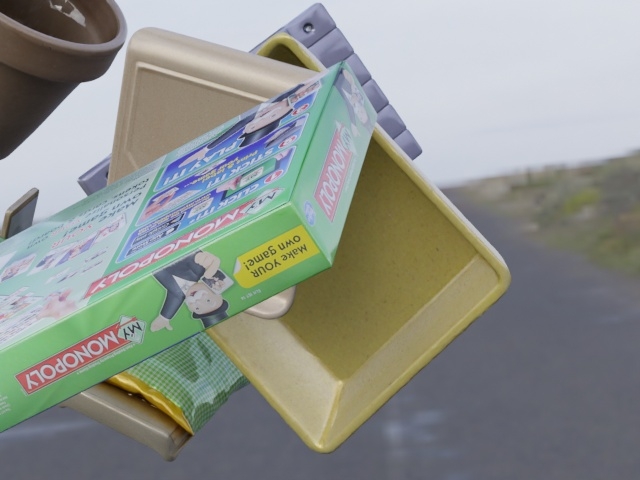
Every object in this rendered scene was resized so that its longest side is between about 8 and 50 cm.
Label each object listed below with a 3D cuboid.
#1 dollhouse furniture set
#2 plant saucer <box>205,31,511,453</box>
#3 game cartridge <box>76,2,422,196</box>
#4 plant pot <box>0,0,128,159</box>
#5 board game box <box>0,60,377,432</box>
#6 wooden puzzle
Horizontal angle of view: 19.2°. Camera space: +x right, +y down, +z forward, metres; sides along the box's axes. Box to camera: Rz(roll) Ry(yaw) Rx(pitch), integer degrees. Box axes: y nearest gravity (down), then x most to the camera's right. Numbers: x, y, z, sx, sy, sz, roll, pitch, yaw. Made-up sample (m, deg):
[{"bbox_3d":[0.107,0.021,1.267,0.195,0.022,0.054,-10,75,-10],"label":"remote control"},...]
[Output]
[{"bbox_3d":[-0.225,0.075,2.001,0.301,0.151,0.197,25,35,12],"label":"dollhouse furniture set"},{"bbox_3d":[0.000,0.000,1.910,0.333,0.333,0.081,-46,-7,37],"label":"plant saucer"},{"bbox_3d":[-0.075,-0.084,2.202,0.355,0.230,0.068,-38,7,-13],"label":"game cartridge"},{"bbox_3d":[-0.406,-0.229,2.352,0.263,0.263,0.229,-7,-42,-54],"label":"plant pot"},{"bbox_3d":[-0.123,0.019,1.104,0.317,0.046,0.213,-26,20,20],"label":"board game box"},{"bbox_3d":[-0.102,-0.067,1.818,0.221,0.239,0.044,18,14,23],"label":"wooden puzzle"}]
